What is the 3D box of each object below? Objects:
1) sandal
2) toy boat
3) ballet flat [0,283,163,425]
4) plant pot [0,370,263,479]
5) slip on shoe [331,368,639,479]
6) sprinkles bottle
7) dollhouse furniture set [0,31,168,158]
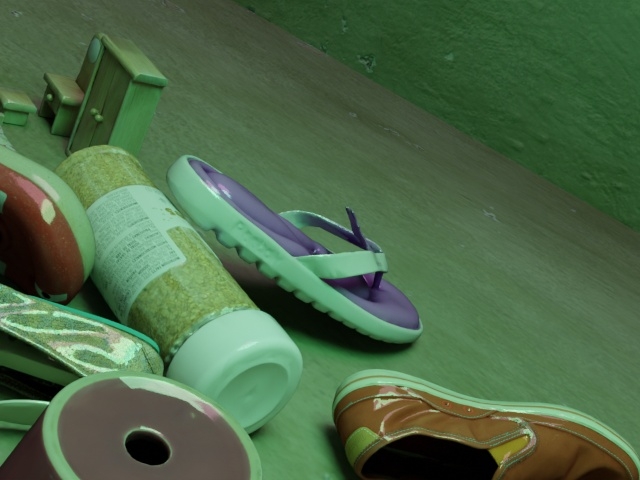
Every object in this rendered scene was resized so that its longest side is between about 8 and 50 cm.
[{"bbox_3d":[0.006,0.009,1.025,0.416,0.102,0.169,31,16,-40],"label":"sandal"},{"bbox_3d":[-0.329,-0.004,0.808,0.231,0.151,0.151,27,53,2],"label":"toy boat"},{"bbox_3d":[-0.281,0.078,0.700,0.316,0.107,0.106,21,49,-8],"label":"ballet flat"},{"bbox_3d":[-0.127,0.187,0.519,0.201,0.180,0.201,23,24,-11],"label":"plant pot"},{"bbox_3d":[0.169,0.218,0.868,0.331,0.123,0.101,16,36,-13],"label":"slip on shoe"},{"bbox_3d":[-0.160,0.038,0.878,0.121,0.121,0.355,3,32,-44],"label":"sprinkles bottle"},{"bbox_3d":[-0.389,-0.179,1.033,0.355,0.174,0.303,6,30,-41],"label":"dollhouse furniture set"}]
